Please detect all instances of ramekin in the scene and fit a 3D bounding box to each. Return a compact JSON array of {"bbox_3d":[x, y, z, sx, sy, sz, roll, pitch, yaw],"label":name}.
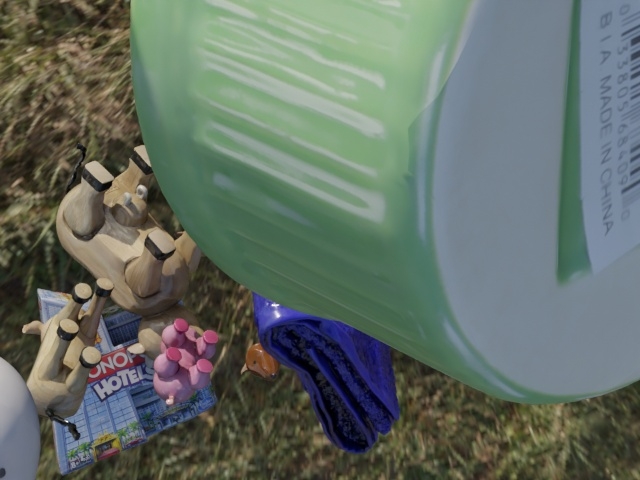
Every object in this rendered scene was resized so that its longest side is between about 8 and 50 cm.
[{"bbox_3d":[0.090,-0.082,0.538,0.303,0.148,0.303,-20,124,-33],"label":"ramekin"}]

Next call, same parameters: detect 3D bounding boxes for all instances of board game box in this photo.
[{"bbox_3d":[-0.229,0.129,1.467,0.194,0.060,0.194,-21,104,-13],"label":"board game box"}]

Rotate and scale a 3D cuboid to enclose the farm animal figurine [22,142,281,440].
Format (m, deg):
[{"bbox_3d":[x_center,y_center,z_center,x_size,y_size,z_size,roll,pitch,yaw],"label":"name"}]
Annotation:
[{"bbox_3d":[-0.186,0.056,1.370,0.330,0.327,0.172,-7,145,-38],"label":"farm animal figurine"}]

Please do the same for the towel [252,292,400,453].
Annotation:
[{"bbox_3d":[0.000,0.000,1.136,0.076,0.308,0.228,-16,143,10],"label":"towel"}]

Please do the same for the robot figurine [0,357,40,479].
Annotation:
[{"bbox_3d":[-0.360,0.160,1.047,0.278,0.209,0.174,5,141,7],"label":"robot figurine"}]
